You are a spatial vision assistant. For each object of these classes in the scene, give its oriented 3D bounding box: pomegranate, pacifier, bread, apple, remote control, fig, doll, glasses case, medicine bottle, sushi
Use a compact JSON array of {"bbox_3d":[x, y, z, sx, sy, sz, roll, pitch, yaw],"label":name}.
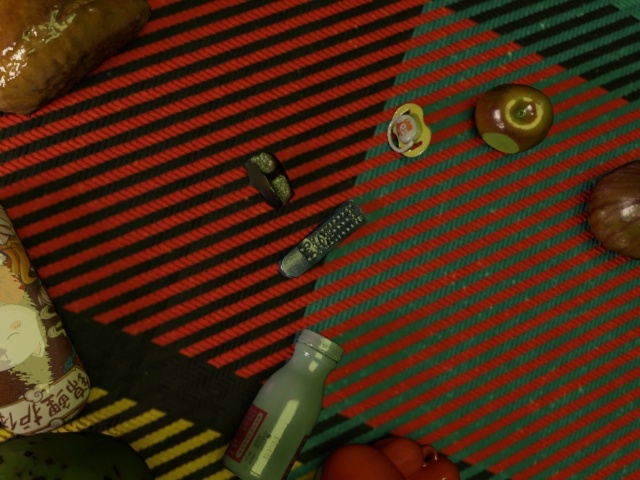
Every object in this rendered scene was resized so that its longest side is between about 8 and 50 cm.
[{"bbox_3d":[-0.356,0.372,0.996,0.341,0.285,0.285,-17,91,17],"label":"pomegranate"},{"bbox_3d":[0.139,-0.161,1.256,0.064,0.068,0.083,4,61,-47],"label":"pacifier"},{"bbox_3d":[-0.343,-0.276,1.084,0.260,0.134,0.129,-41,96,-14],"label":"bread"},{"bbox_3d":[0.294,-0.189,1.268,0.114,0.102,0.099,33,80,-10],"label":"apple"},{"bbox_3d":[0.001,0.000,1.216,0.152,0.027,0.043,-39,91,-16],"label":"remote control"},{"bbox_3d":[0.516,-0.055,1.266,0.175,0.207,0.175,4,74,-15],"label":"fig"},{"bbox_3d":[0.059,0.358,1.155,0.290,0.130,0.161,-23,93,-21],"label":"doll"},{"bbox_3d":[-0.404,0.093,1.069,0.122,0.082,0.321,-27,94,-17],"label":"glasses case"},{"bbox_3d":[-0.046,0.230,1.153,0.090,0.090,0.216,32,78,-11],"label":"medicine bottle"},{"bbox_3d":[-0.070,-0.088,1.201,0.046,0.044,0.083,-37,99,-36],"label":"sushi"}]
